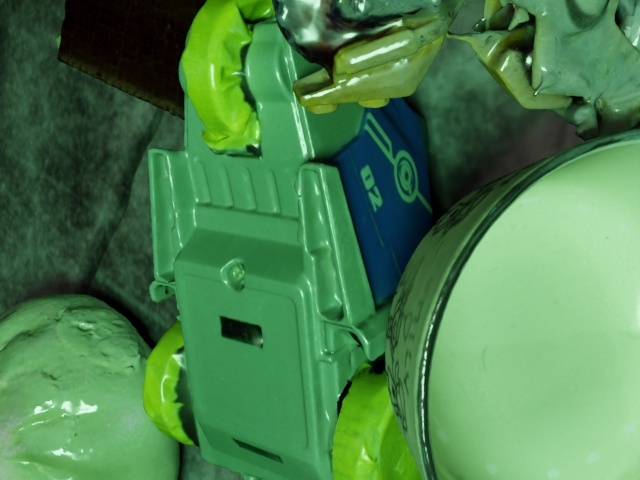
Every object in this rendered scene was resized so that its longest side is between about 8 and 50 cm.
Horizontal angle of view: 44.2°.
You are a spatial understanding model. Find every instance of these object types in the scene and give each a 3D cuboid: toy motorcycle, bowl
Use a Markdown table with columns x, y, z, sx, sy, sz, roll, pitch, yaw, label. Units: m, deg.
| x | y | z | sx | sy | sz | roll | pitch | yaw | label |
| --- | --- | --- | --- | --- | --- | --- | --- | --- | --- |
| 0.000 | 0.000 | 0.527 | 0.191 | 0.200 | 0.326 | 10 | 111 | 35 | toy motorcycle |
| 0.092 | -0.101 | 0.399 | 0.094 | 0.229 | 0.129 | -112 | 16 | -58 | toy motorcycle |
| 0.134 | 0.061 | 0.423 | 0.126 | 0.238 | 0.237 | -167 | 75 | -70 | bowl |

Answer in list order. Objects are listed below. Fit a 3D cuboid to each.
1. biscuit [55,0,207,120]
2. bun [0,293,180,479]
| x | y | z | sx | sy | sz | roll | pitch | yaw | label |
| --- | --- | --- | --- | --- | --- | --- | --- | --- | --- |
| -0.126 | -0.167 | 0.667 | 0.252 | 0.070 | 0.106 | 27 | 109 | 31 | biscuit |
| -0.279 | 0.196 | 0.744 | 0.293 | 0.187 | 0.293 | 2 | 93 | 35 | bun |
